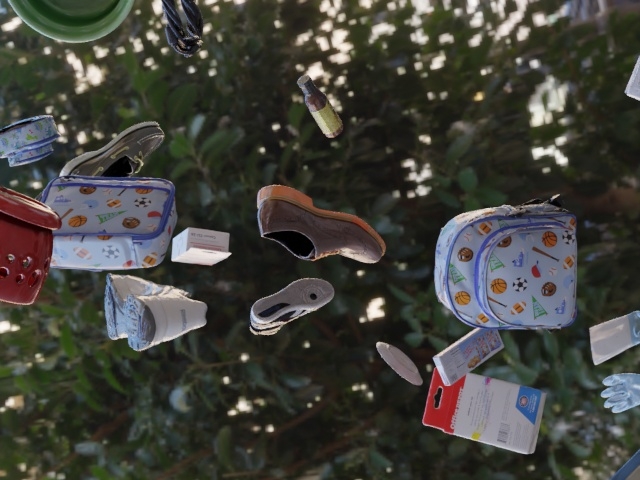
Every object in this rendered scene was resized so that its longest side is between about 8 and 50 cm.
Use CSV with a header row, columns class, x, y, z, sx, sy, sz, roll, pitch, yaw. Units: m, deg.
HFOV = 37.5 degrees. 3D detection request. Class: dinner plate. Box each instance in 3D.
class,x,y,z,sx,sy,sz,roll,pitch,yaw
dinner plate,0.189,0.283,2.205,0.141,0.017,0.141,40,-167,-11

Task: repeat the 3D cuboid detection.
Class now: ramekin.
class,x,y,z,sx,sy,sz,roll,pitch,yaw
ramekin,-0.574,-0.625,2.191,0.148,0.303,0.303,-105,-5,-66

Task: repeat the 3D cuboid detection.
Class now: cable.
class,x,y,z,sx,sy,sz,roll,pitch,yaw
cable,-0.247,-0.395,1.629,0.184,0.047,0.150,-80,-32,-67

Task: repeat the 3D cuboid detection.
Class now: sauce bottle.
class,x,y,z,sx,sy,sz,roll,pitch,yaw
sauce bottle,-0.001,-0.244,1.709,0.128,0.042,0.042,56,-150,-40

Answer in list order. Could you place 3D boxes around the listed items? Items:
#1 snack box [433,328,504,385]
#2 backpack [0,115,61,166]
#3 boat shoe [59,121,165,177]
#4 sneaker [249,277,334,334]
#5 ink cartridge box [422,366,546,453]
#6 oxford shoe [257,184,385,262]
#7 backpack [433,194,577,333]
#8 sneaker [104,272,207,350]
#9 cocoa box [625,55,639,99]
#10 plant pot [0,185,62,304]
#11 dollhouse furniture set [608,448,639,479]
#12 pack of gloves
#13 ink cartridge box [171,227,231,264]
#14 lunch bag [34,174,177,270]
class,x,y,z,sx,sy,sz,roll,pitch,yaw
snack box,0.307,0.230,1.942,0.178,0.022,0.064,-27,-85,-36
backpack,-0.579,-0.200,1.881,0.105,0.114,0.084,-58,-52,-69
boat shoe,-0.493,-0.193,2.317,0.305,0.091,0.109,-37,-23,-36
sneaker,-0.077,0.164,2.296,0.079,0.217,0.121,64,156,22
ink cartridge box,0.345,0.354,1.987,0.078,0.231,0.134,22,-99,-66
oxford shoe,0.000,0.000,2.208,0.364,0.130,0.132,22,-124,-29
backpack,0.353,0.057,1.788,0.213,0.264,0.276,-104,12,-85
sneaker,-0.288,0.120,1.601,0.129,0.297,0.111,-5,-77,-28
cocoa box,0.837,-0.428,1.971,0.228,0.231,0.347,-13,-55,-56
plant pot,-0.566,0.001,1.684,0.174,0.191,0.191,-66,-25,0
dollhouse furniture set,0.550,0.463,1.507,0.198,0.303,0.286,44,175,16
pack of gloves,0.622,0.216,1.773,0.046,0.232,0.195,27,-131,-29
ink cartridge box,-0.310,0.014,2.468,0.115,0.198,0.067,8,-102,-22
lunch bag,-0.468,-0.049,2.033,0.243,0.303,0.115,-83,-4,-49
